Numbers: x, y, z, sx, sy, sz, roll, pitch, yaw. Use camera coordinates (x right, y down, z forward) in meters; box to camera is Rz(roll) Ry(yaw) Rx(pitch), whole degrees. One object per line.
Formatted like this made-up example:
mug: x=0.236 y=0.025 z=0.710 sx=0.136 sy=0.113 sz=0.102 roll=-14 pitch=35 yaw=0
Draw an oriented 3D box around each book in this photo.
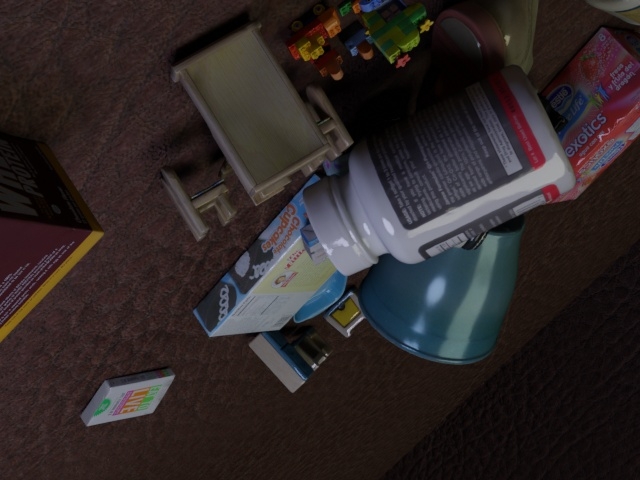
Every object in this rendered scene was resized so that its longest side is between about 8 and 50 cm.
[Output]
book: x=-0.324 y=0.261 z=1.737 sx=0.144 sy=0.035 sz=0.096 roll=-4 pitch=138 yaw=-51

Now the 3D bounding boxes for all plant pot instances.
plant pot: x=0.235 y=0.037 z=1.834 sx=0.272 sy=0.272 sz=0.255 roll=-15 pitch=136 yaw=-43

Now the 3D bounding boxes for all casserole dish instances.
casserole dish: x=-0.007 y=0.082 z=1.837 sx=0.114 sy=0.037 sz=0.188 roll=-29 pitch=157 yaw=-18

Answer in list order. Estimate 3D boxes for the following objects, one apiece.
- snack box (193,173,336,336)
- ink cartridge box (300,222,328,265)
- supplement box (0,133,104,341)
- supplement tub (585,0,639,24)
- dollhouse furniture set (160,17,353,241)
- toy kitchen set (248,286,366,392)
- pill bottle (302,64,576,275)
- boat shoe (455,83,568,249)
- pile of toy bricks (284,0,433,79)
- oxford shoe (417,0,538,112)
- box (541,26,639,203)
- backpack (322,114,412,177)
snack box: x=-0.040 y=0.028 z=1.642 sx=0.322 sy=0.060 sz=0.187 roll=-47 pitch=155 yaw=24
ink cartridge box: x=0.000 y=0.000 z=1.531 sx=0.048 sy=0.028 sz=0.083 roll=-30 pitch=154 yaw=-10
supplement box: x=-0.360 y=-0.002 z=1.003 sx=0.191 sy=0.129 sz=0.194 roll=-43 pitch=158 yaw=17
supplement tub: x=0.444 y=-0.379 z=1.431 sx=0.144 sy=0.144 sz=0.200 roll=-48 pitch=156 yaw=26
dollhouse furniture set: x=-0.090 y=-0.131 z=1.204 sx=0.212 sy=0.161 sz=0.242 roll=-32 pitch=180 yaw=-12
toy kitchen set: x=-0.011 y=0.162 z=1.939 sx=0.166 sy=0.122 sz=0.207 roll=-44 pitch=177 yaw=17
pill bottle: x=0.146 y=-0.078 z=1.314 sx=0.319 sy=0.176 sz=0.176 roll=-26 pitch=160 yaw=11
boat shoe: x=0.308 y=-0.101 z=1.627 sx=0.127 sy=0.113 sz=0.340 roll=-50 pitch=-171 yaw=52
pile of toy bricks: x=0.074 y=-0.249 z=1.189 sx=0.212 sy=0.105 sz=0.118 roll=-37 pitch=159 yaw=2
oxford shoe: x=0.240 y=-0.213 z=1.479 sx=0.146 sy=0.140 sz=0.397 roll=-36 pitch=161 yaw=-17
box: x=0.471 y=-0.215 z=1.809 sx=0.154 sy=0.142 sz=0.300 roll=-9 pitch=146 yaw=-50
backpack: x=0.096 y=-0.107 z=1.470 sx=0.182 sy=0.115 sz=0.152 roll=-18 pitch=178 yaw=-22
